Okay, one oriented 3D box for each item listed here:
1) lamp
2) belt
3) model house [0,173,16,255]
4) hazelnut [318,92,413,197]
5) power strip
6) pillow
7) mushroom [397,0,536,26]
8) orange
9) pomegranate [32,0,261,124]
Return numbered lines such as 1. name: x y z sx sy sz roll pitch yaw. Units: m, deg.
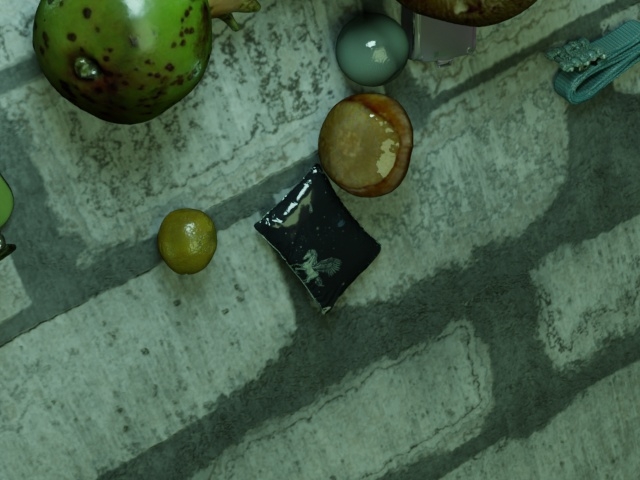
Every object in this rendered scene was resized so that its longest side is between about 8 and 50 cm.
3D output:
1. lamp: 0.072 -0.264 1.875 0.105 0.105 0.105 -12 120 -23
2. belt: 0.437 -0.290 2.091 0.179 0.065 0.100 -36 134 -11
3. model house: -0.461 0.003 1.613 0.218 0.279 0.205 -35 127 -7
4. hazelnut: 0.075 -0.134 1.926 0.150 0.150 0.150 -12 120 -23
5. power strip: 0.170 -0.381 1.909 0.109 0.037 0.279 -13 120 -22
6. pillow: 0.000 0.000 2.003 0.141 0.055 0.208 -48 128 -10
7. mushroom: 0.162 -0.448 1.722 0.345 0.239 0.345 -3 124 -4
8. orange: -0.184 0.002 1.881 0.085 0.085 0.095 -9 111 -25
9. pomegranate: -0.217 -0.256 1.675 0.286 0.231 0.231 -15 125 -55
